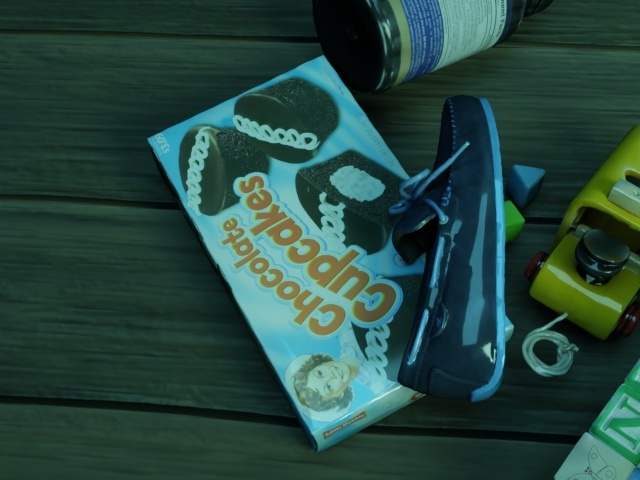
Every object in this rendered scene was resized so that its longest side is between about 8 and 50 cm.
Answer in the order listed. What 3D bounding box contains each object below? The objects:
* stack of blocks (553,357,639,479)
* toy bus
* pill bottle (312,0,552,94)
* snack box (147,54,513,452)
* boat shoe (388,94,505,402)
[{"bbox_3d":[0.299,0.136,0.676,0.171,0.087,0.297,36,91,40],"label":"stack of blocks"},{"bbox_3d":[0.246,-0.007,0.812,0.191,0.104,0.202,-5,52,-8],"label":"toy bus"},{"bbox_3d":[0.113,-0.228,0.932,0.219,0.123,0.123,-26,63,-23],"label":"pill bottle"},{"bbox_3d":[0.000,0.000,0.867,0.187,0.060,0.322,-27,64,-10],"label":"snack box"},{"bbox_3d":[0.097,-0.007,0.773,0.089,0.109,0.258,1,58,4],"label":"boat shoe"}]
